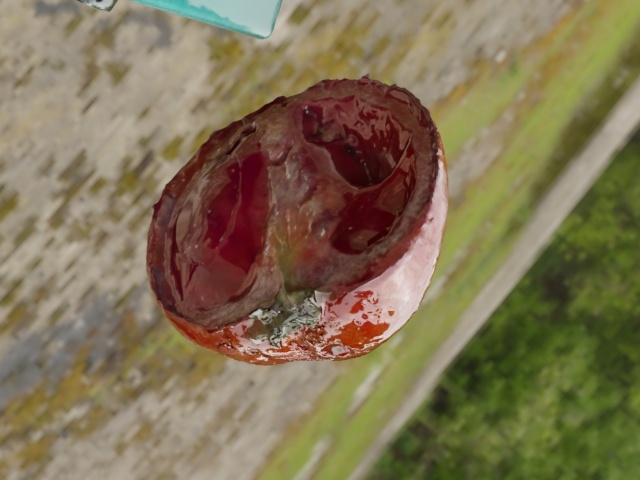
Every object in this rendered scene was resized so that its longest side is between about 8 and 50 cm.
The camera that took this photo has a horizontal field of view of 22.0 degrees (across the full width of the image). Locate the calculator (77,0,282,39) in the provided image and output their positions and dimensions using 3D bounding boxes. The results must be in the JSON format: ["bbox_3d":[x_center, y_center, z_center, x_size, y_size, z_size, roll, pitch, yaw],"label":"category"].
[{"bbox_3d":[-0.173,-0.165,0.866,0.248,0.274,0.058,1,105,-70],"label":"calculator"}]

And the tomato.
[{"bbox_3d":[0.000,0.000,0.934,0.189,0.173,0.099,-18,134,21],"label":"tomato"}]
